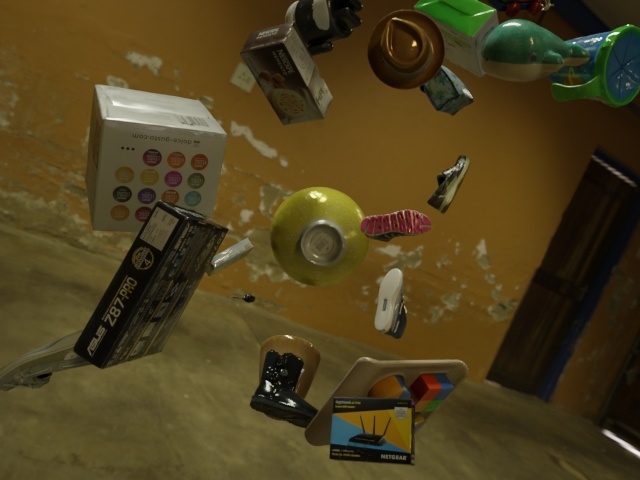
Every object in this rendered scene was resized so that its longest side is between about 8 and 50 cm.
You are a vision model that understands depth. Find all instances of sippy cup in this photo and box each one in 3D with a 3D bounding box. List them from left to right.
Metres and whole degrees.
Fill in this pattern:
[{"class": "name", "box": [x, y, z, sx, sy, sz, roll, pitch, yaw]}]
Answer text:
[{"class": "sippy cup", "box": [0.863, -0.549, 1.751, 0.306, 0.240, 0.224, -2, 16, -32]}]

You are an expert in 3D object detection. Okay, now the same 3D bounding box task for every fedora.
[{"class": "fedora", "box": [0.195, -0.452, 1.288, 0.194, 0.194, 0.079, 25, 5, 14]}]

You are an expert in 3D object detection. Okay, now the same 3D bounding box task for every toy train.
[{"class": "toy train", "box": [0.568, -0.682, 1.464, 0.248, 0.143, 0.105, -16, 59, -28]}]

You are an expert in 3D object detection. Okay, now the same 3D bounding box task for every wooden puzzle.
[{"class": "wooden puzzle", "box": [0.178, 0.426, 1.398, 0.348, 0.322, 0.080, 12, 34, -33]}]

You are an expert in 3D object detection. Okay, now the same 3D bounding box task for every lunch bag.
[{"class": "lunch bag", "box": [0.339, -0.432, 1.541, 0.129, 0.096, 0.151, -10, 72, -58]}]

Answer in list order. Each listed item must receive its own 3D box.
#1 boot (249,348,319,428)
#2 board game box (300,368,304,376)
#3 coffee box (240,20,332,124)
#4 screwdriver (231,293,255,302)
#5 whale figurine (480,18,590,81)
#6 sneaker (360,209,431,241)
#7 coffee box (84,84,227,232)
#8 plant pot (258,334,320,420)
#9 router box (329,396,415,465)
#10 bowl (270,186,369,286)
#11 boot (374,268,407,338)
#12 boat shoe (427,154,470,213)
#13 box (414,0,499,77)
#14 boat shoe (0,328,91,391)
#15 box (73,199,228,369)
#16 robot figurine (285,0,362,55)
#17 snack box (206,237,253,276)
[{"class": "boot", "box": [-0.083, 0.466, 1.764, 0.247, 0.207, 0.094, 19, -42, 2]}, {"class": "board game box", "box": [-0.087, 0.482, 1.898, 0.020, 0.090, 0.090, 28, -5, 6]}, {"class": "coffee box", "box": [-0.085, -0.438, 1.479, 0.141, 0.098, 0.246, -2, -38, 28]}, {"class": "screwdriver", "box": [-0.209, 0.153, 1.467, 0.025, 0.024, 0.170, -13, -9, 14]}, {"class": "whale figurine", "box": [0.543, -0.488, 1.400, 0.272, 0.141, 0.216, -9, 29, -11]}, {"class": "sneaker", "box": [0.180, -0.033, 1.348, 0.171, 0.063, 0.075, -5, -14, 0]}, {"class": "coffee box", "box": [-0.511, -0.240, 1.676, 0.338, 0.334, 0.338, 2, 28, -29]}, {"class": "plant pot", "box": [-0.135, 0.524, 2.058, 0.237, 0.237, 0.254, 24, 43, -11]}, {"class": "router box", "box": [0.113, 0.411, 1.199, 0.179, 0.133, 0.046, -5, -26, 20]}, {"class": "bowl", "box": [0.000, 0.000, 1.524, 0.290, 0.289, 0.156, 24, 7, -5]}, {"class": "boot", "box": [0.211, 0.181, 1.577, 0.086, 0.189, 0.069, 32, -23, -37]}, {"class": "boat shoe", "box": [0.392, -0.184, 1.696, 0.073, 0.223, 0.080, 28, -26, 3]}, {"class": "box", "box": [0.476, -0.717, 1.901, 0.262, 0.126, 0.231, 44, 3, 32]}, {"class": "boat shoe", "box": [-0.685, 0.319, 1.413, 0.118, 0.321, 0.103, 21, 44, -84]}, {"class": "box", "box": [-0.398, 0.108, 1.373, 0.097, 0.394, 0.318, 29, 1, 11]}, {"class": "robot figurine", "box": [0.009, -0.774, 1.941, 0.278, 0.209, 0.173, -3, -49, 35]}, {"class": "snack box", "box": [-0.279, 0.051, 1.682, 0.037, 0.141, 0.100, 57, -26, 6]}]
